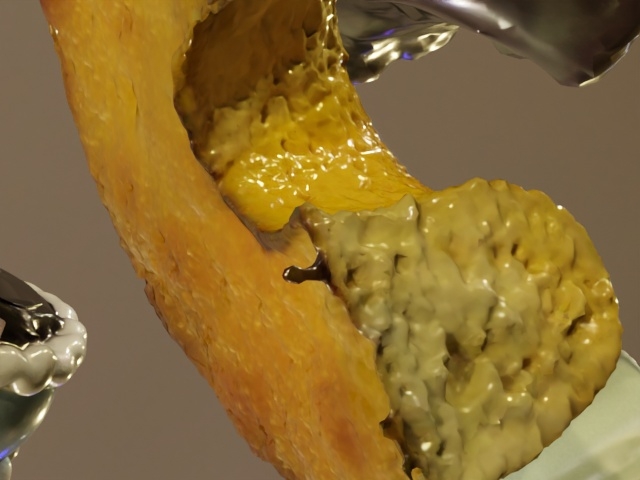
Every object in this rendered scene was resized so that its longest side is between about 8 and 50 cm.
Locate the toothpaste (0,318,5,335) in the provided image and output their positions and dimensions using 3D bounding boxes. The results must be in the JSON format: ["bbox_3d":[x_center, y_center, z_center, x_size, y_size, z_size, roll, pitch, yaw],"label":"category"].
[{"bbox_3d":[-0.146,0.110,0.470,0.047,0.040,0.196,-117,48,-75],"label":"toothpaste"}]

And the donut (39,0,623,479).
[{"bbox_3d":[-0.018,-0.032,0.514,0.101,0.259,0.152,-27,-1,-27],"label":"donut"}]

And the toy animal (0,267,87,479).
[{"bbox_3d":[-0.287,0.115,1.205,0.208,0.156,0.204,5,-59,-56],"label":"toy animal"}]

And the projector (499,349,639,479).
[{"bbox_3d":[0.123,0.231,0.882,0.249,0.248,0.248,-33,-8,-2],"label":"projector"}]

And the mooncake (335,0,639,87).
[{"bbox_3d":[0.058,-0.260,0.895,0.381,0.212,0.350,160,124,-69],"label":"mooncake"}]
